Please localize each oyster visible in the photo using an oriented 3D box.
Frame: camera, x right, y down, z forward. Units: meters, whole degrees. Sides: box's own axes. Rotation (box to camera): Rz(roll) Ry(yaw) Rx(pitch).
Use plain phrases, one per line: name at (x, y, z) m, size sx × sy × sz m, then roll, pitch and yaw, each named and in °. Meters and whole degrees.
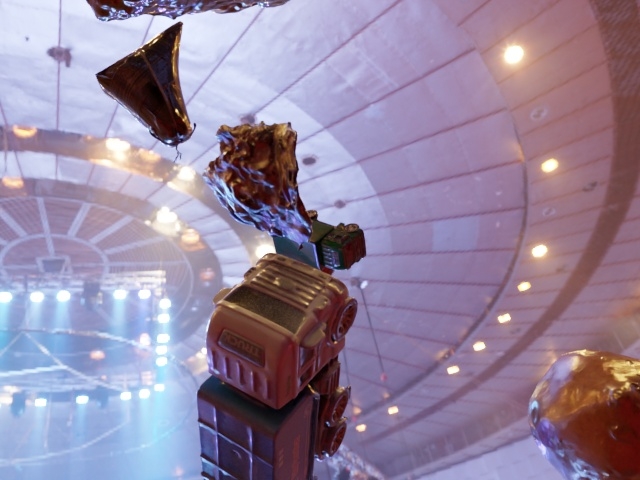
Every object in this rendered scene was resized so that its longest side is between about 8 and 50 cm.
oyster at (-0.059, -0.053, 0.524) m, size 0.056 × 0.177 × 0.105 m, roll -23°, pitch -60°, yaw -23°

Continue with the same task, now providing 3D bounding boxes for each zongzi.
zongzi at (-0.307, -0.334, 1.289) m, size 0.241 × 0.248 × 0.111 m, roll -44°, pitch -11°, yaw -15°

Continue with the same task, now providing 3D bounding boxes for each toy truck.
toy truck at (-0.056, 0.205, 0.780) m, size 0.146 × 0.175 × 0.367 m, roll 19°, pitch -55°, yaw 24°
toy truck at (0.000, 0.000, 0.995) m, size 0.079 × 0.147 × 0.065 m, roll -42°, pitch -45°, yaw -37°

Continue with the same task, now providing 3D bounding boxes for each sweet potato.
sweet potato at (0.213, 0.135, 0.448) m, size 0.097 × 0.097 × 0.292 m, roll -29°, pitch -24°, yaw 19°

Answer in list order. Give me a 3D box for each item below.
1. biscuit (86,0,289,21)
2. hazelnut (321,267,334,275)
biscuit at (-0.212, -0.543, 0.891) m, size 0.342 × 0.395 × 0.166 m, roll -19°, pitch 3°, yaw -33°
hazelnut at (-0.026, 0.047, 1.666) m, size 0.182 × 0.182 × 0.182 m, roll -8°, pitch -38°, yaw -7°
